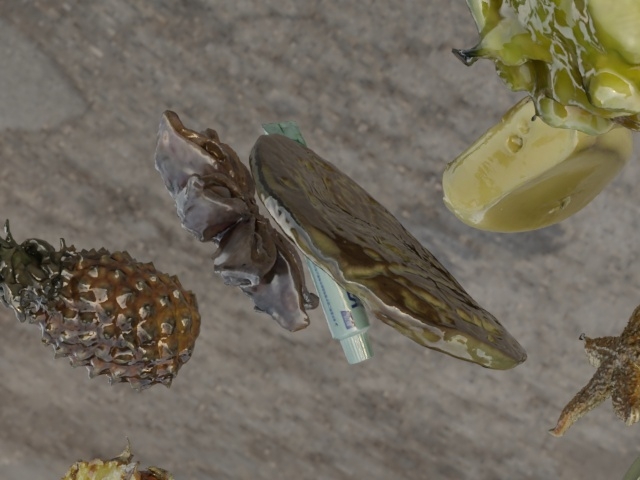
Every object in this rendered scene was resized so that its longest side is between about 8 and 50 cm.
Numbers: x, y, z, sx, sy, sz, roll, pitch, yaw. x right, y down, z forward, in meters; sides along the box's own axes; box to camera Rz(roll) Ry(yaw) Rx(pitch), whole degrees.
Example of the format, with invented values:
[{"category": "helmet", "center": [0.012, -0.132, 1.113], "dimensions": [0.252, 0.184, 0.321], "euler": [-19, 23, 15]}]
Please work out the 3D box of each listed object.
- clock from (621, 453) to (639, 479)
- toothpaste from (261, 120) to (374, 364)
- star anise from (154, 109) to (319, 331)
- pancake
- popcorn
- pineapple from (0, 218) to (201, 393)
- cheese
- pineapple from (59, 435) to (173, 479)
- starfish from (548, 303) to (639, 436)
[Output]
[{"category": "clock", "center": [0.455, 0.335, 1.737], "dimensions": [0.029, 0.235, 0.235], "euler": [35, 156, -5]}, {"category": "toothpaste", "center": [0.000, 0.000, 1.531], "dimensions": [0.048, 0.074, 0.297], "euler": [-20, 88, 33]}, {"category": "star anise", "center": [-0.075, -0.012, 1.054], "dimensions": [0.208, 0.063, 0.172], "euler": [58, -172, -1]}, {"category": "pancake", "center": [0.045, 0.009, 0.917], "dimensions": [0.250, 0.031, 0.250], "euler": [37, -168, -9]}, {"category": "popcorn", "center": [0.217, -0.177, 0.961], "dimensions": [0.249, 0.225, 0.249], "euler": [158, 90, -80]}, {"category": "pineapple", "center": [-0.315, 0.061, 1.604], "dimensions": [0.361, 0.175, 0.175], "euler": [31, 160, -30]}, {"category": "cheese", "center": [0.321, -0.104, 1.820], "dimensions": [0.259, 0.128, 0.316], "euler": [-31, 165, 27]}, {"category": "pineapple", "center": [-0.244, 0.437, 2.011], "dimensions": [0.344, 0.209, 0.286], "euler": [10, 163, 45]}, {"category": "starfish", "center": [0.409, 0.146, 1.665], "dimensions": [0.048, 0.295, 0.231], "euler": [40, 176, -19]}]
